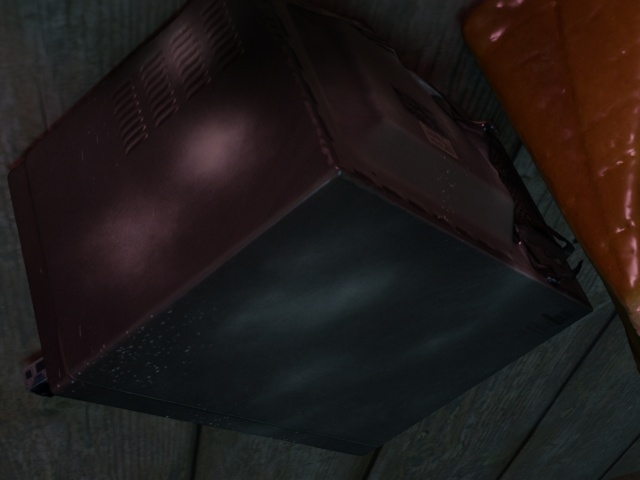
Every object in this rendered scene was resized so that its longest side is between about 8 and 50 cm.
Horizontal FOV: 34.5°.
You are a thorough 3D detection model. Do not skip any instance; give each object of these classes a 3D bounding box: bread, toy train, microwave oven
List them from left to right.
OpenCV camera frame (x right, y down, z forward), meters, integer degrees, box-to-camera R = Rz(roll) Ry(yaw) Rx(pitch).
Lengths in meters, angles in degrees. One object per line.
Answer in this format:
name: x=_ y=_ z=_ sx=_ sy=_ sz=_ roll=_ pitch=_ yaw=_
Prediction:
toy train: x=-0.242 y=0.114 z=1.162 sx=0.207 sy=0.047 sz=0.043 roll=-31 pitch=148 yaw=13
microwave oven: x=0.000 y=0.000 z=0.952 sx=0.374 sy=0.236 sz=0.432 roll=-36 pitch=146 yaw=23
bread: x=0.310 y=-0.080 z=0.900 sx=0.245 sy=0.362 sz=0.233 roll=-32 pitch=146 yaw=21
